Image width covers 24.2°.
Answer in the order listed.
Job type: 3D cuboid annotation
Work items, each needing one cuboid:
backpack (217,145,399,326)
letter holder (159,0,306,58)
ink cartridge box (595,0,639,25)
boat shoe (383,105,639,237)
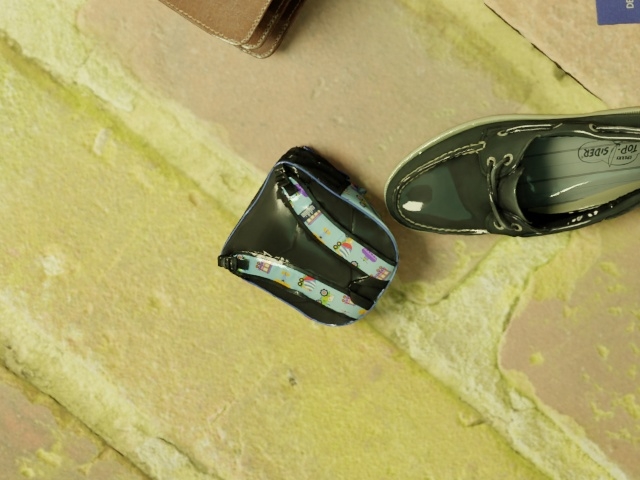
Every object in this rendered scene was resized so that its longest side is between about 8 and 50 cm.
[{"bbox_3d":[0.000,0.000,1.626,0.173,0.117,0.158,32,111,-1],"label":"backpack"},{"bbox_3d":[-0.158,-0.312,1.493,0.302,0.152,0.214,38,127,4],"label":"letter holder"},{"bbox_3d":[0.391,-0.316,1.325,0.307,0.072,0.304,-4,128,12],"label":"ink cartridge box"},{"bbox_3d":[0.227,-0.062,1.566,0.340,0.113,0.127,-5,108,12],"label":"boat shoe"}]
